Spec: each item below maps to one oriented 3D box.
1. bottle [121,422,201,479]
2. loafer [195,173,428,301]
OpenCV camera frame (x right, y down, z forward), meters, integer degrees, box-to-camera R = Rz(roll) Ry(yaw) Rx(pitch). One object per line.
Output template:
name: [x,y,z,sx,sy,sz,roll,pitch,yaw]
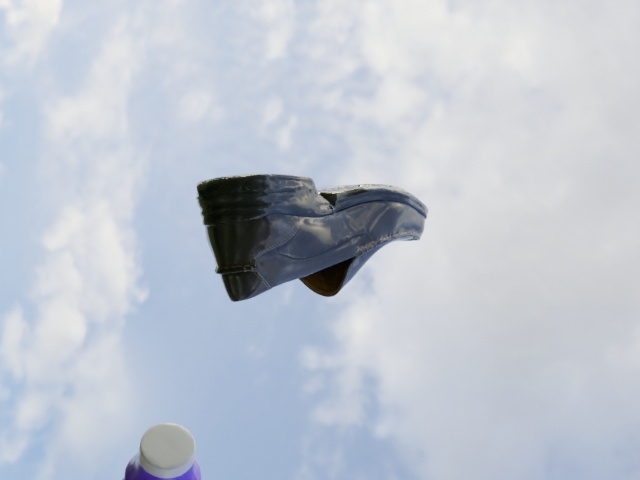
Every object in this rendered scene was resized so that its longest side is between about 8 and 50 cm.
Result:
bottle: [-0.205,0.338,1.338,0.092,0.118,0.283,57,-33,34]
loafer: [0.000,0.000,0.567,0.062,0.170,0.061,-5,-94,42]
